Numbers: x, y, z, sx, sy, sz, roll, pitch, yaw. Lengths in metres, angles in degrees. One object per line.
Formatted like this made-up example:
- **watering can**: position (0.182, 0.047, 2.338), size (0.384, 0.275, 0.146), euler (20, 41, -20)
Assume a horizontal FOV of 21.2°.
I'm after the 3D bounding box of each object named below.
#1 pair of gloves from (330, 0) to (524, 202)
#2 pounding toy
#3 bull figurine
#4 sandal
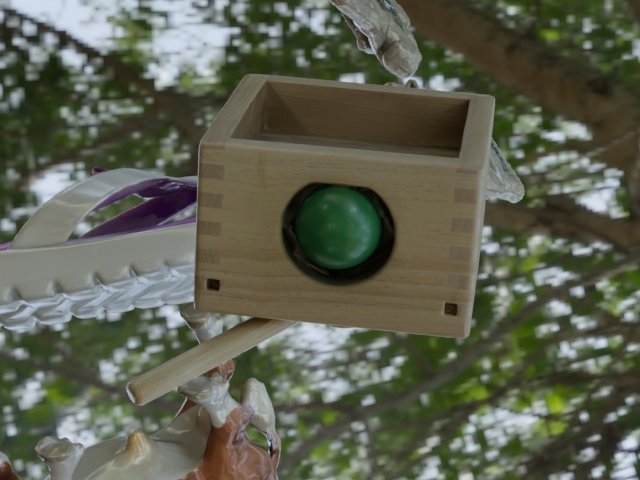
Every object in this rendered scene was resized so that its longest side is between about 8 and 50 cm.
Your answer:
- **pair of gloves**: position (0.062, -0.126, 1.314), size (0.042, 0.204, 0.240), euler (-35, -100, 14)
- **pounding toy**: position (0.000, 0.000, 0.699), size (0.130, 0.141, 0.100), euler (6, -69, 6)
- **bull figurine**: position (-0.148, 0.175, 1.090), size (0.101, 0.310, 0.188), euler (30, -47, 34)
- **sandal**: position (-0.156, -0.006, 1.201), size (0.169, 0.416, 0.102), euler (141, -62, -70)
